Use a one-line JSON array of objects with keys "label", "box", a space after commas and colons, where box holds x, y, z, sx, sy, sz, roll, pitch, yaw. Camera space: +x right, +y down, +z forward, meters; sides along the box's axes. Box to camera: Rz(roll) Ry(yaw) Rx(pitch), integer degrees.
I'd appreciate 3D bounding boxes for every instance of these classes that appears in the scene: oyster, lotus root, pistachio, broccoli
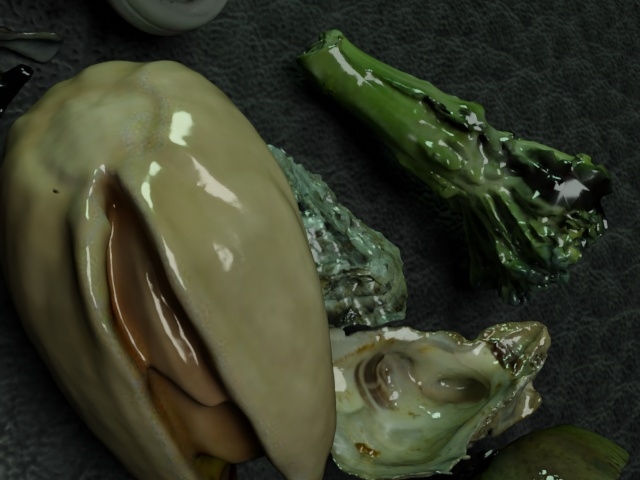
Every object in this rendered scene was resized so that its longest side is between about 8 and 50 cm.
[{"label": "oyster", "box": [0.000, 0.000, 0.770, 0.177, 0.064, 0.125, 29, 42, -19]}, {"label": "lotus root", "box": [0.152, 0.201, 0.768, 0.078, 0.183, 0.203, 55, 21, 15]}, {"label": "pistachio", "box": [-0.096, 0.037, 0.629, 0.193, 0.214, 0.318, -19, 102, 6]}, {"label": "broccoli", "box": [0.107, -0.077, 0.839, 0.304, 0.165, 0.145, 39, 90, -6]}, {"label": "oyster", "box": [0.089, 0.132, 0.779, 0.233, 0.107, 0.161, -16, 54, -31]}]

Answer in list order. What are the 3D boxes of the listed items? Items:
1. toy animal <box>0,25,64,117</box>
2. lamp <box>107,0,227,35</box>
[{"label": "toy animal", "box": [-0.272, -0.133, 0.627, 0.202, 0.070, 0.105, 16, 56, -29]}, {"label": "lamp", "box": [-0.162, -0.261, 0.699, 0.246, 0.108, 0.179, 55, 50, -20]}]
